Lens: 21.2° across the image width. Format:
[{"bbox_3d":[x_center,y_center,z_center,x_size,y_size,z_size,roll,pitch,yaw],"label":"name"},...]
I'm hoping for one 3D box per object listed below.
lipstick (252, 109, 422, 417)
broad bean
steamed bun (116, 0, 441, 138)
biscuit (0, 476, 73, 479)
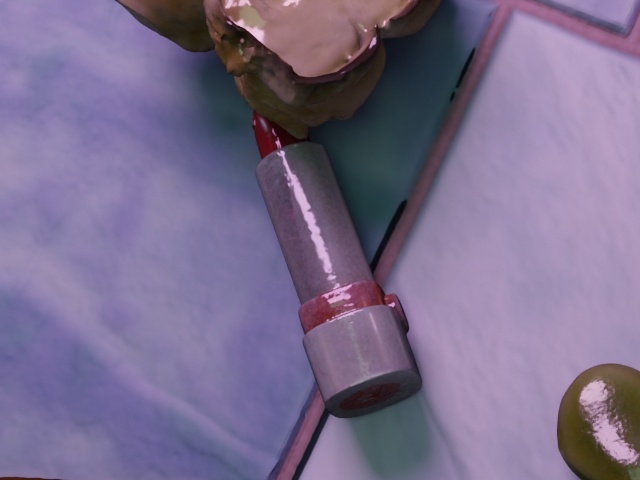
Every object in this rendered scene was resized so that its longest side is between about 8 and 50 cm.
[{"bbox_3d":[0.001,-0.001,0.935,0.057,0.063,0.186,-21,70,5],"label":"lipstick"},{"bbox_3d":[0.157,0.103,0.885,0.063,0.045,0.083,-35,66,2],"label":"broad bean"},{"bbox_3d":[-0.020,-0.159,0.943,0.177,0.106,0.192,40,64,5],"label":"steamed bun"},{"bbox_3d":[-0.168,0.325,0.897,0.350,0.070,0.394,-19,74,10],"label":"biscuit"}]
